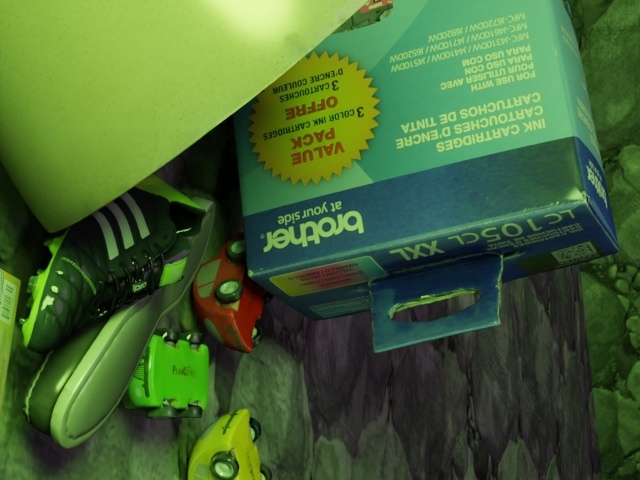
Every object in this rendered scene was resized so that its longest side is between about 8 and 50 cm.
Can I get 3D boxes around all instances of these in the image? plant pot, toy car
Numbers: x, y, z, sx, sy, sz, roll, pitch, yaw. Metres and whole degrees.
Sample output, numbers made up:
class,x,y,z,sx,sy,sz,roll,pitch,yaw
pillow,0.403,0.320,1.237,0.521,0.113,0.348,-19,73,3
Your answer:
class,x,y,z,sx,sy,sz,roll,pitch,yaw
plant pot,-0.103,-0.167,0.853,0.191,0.284,0.284,52,29,-11
toy car,-0.095,0.099,1.109,0.225,0.053,0.239,23,65,-69

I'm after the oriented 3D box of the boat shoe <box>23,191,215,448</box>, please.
class,x,y,z,sx,sy,sz,roll,pitch,yaw
boat shoe,-0.139,0.042,0.968,0.228,0.069,0.081,-61,168,-50

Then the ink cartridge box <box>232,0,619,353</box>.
class,x,y,z,sx,sy,sz,roll,pitch,yaw
ink cartridge box,0.074,-0.102,1.195,0.151,0.270,0.395,37,42,-64

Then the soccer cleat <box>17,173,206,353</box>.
class,x,y,z,sx,sy,sz,roll,pitch,yaw
soccer cleat,-0.120,0.012,0.897,0.179,0.072,0.060,-62,175,-56

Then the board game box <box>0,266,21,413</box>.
class,x,y,z,sx,sy,sz,roll,pitch,yaw
board game box,-0.222,0.109,0.748,0.165,0.042,0.243,48,44,-62
